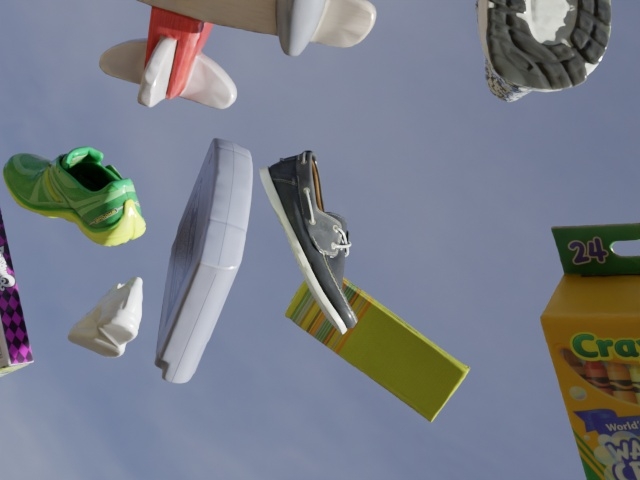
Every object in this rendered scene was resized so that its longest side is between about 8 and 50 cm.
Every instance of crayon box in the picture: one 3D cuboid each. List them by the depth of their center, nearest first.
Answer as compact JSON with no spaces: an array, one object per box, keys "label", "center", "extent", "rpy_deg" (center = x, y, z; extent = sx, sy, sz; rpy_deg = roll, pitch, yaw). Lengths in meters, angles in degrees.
[{"label":"crayon box","center":[0.336,0.138,1.534],"extent":[0.203,0.083,0.323],"rpy_deg":[-3,-59,30]}]

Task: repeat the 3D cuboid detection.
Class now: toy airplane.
[{"label":"toy airplane","center":[-0.173,-0.354,2.086],"extent":[0.384,0.386,0.272],"rpy_deg":[63,5,4]}]

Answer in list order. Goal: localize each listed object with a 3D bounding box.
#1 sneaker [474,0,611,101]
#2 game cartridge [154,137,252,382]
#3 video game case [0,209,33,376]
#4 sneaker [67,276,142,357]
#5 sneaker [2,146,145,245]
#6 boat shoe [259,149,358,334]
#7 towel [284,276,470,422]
[{"label":"sneaker","center":[0.213,-0.327,1.689],"extent":[0.158,0.410,0.182],"rpy_deg":[13,-16,-10]},{"label":"game cartridge","center":[-0.134,0.009,1.901],"extent":[0.060,0.294,0.196],"rpy_deg":[15,-60,-9]},{"label":"video game case","center":[-0.430,0.061,1.878],"extent":[0.210,0.042,0.232],"rpy_deg":[-25,-106,38]},{"label":"sneaker","center":[-0.300,0.108,2.351],"extent":[0.080,0.094,0.212],"rpy_deg":[26,-24,-19]},{"label":"sneaker","center":[-0.359,-0.088,2.395],"extent":[0.295,0.109,0.123],"rpy_deg":[22,-60,40]},{"label":"boat shoe","center":[0.000,0.000,1.955],"extent":[0.084,0.079,0.233],"rpy_deg":[72,-4,-70]},{"label":"towel","center":[0.070,0.127,2.059],"extent":[0.237,0.021,0.102],"rpy_deg":[36,-56,5]}]
